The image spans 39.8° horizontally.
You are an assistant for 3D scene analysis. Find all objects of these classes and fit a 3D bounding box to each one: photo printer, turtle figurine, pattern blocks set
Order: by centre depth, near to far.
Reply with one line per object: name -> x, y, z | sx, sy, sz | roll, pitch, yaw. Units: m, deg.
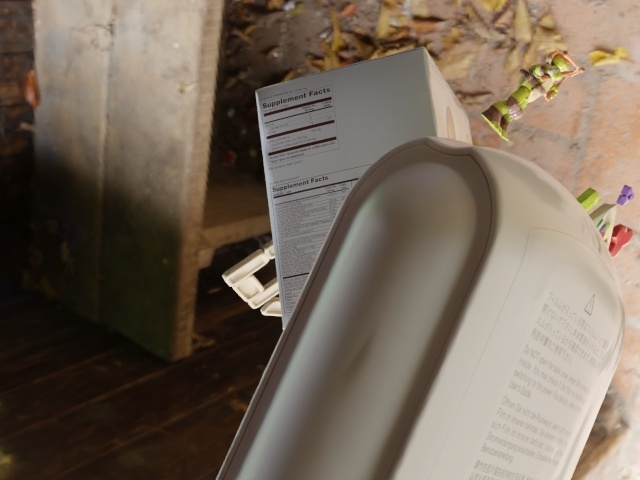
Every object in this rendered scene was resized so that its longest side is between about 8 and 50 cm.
photo printer -> 0.066, 0.107, 0.499 | 0.107, 0.256, 0.307 | 20, 84, 37
turtle figurine -> 0.423, -0.306, 1.770 | 0.217, 0.269, 0.087 | -43, 82, 11
pattern blocks set -> 0.539, 0.013, 1.810 | 0.026, 0.325, 0.285 | 36, 158, 38

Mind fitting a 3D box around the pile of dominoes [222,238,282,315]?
pile of dominoes -> 0.000, 0.000, 1.149 | 0.251, 0.196, 0.040 | -34, 63, -2

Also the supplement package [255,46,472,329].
supplement package -> 0.057, -0.026, 0.770 | 0.149, 0.194, 0.203 | -11, 78, 18
